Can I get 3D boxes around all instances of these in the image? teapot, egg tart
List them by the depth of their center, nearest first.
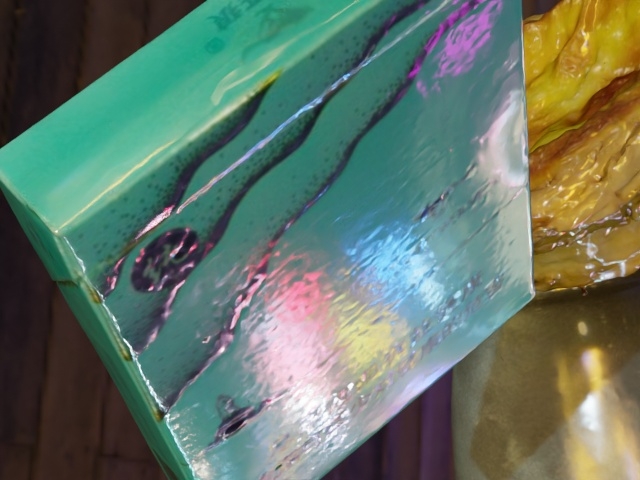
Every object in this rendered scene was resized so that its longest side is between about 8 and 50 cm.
[{"bbox_3d":[0.154,-0.058,0.916,0.116,0.295,0.295,56,43,-19],"label":"egg tart"},{"bbox_3d":[0.157,0.058,1.125,0.223,0.305,0.285,-15,96,-52],"label":"teapot"}]

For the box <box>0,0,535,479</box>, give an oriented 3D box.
[{"bbox_3d":[0.000,0.000,0.502,0.161,0.042,0.226,-40,150,-14],"label":"box"}]
